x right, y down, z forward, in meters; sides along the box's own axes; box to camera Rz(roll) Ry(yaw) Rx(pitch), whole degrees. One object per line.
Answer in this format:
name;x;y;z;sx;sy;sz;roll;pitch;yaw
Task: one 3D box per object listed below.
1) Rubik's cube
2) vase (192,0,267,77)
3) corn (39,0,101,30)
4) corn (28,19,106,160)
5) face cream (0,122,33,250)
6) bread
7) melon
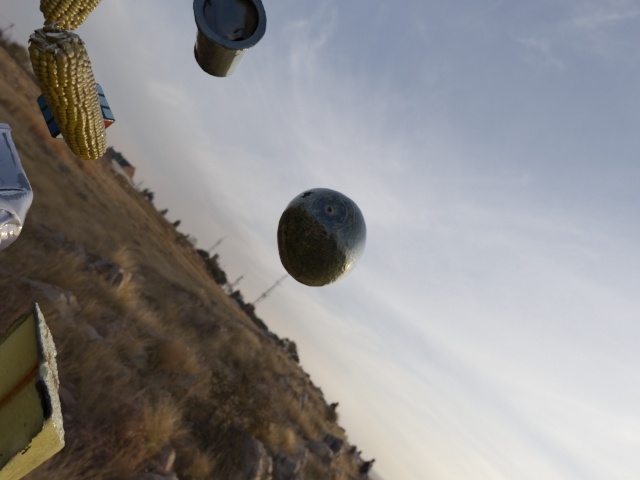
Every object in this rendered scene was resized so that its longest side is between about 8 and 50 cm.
Rubik's cube;-0.863;-0.461;1.637;0.162;0.160;0.163;64;22;3
vase;-0.335;-0.712;1.595;0.245;0.245;0.291;50;-19;-11
corn;-0.693;-0.751;1.345;0.130;0.347;0.130;43;14;-13
corn;-0.521;-0.297;0.971;0.106;0.106;0.305;42;-32;18
face cream;-0.673;-0.119;0.855;0.420;0.235;0.137;48;-52;32
bread;-0.823;0.428;1.141;0.346;0.405;0.242;52;-26;25
melon;0.000;0.000;1.261;0.248;0.248;0.329;43;-25;15
